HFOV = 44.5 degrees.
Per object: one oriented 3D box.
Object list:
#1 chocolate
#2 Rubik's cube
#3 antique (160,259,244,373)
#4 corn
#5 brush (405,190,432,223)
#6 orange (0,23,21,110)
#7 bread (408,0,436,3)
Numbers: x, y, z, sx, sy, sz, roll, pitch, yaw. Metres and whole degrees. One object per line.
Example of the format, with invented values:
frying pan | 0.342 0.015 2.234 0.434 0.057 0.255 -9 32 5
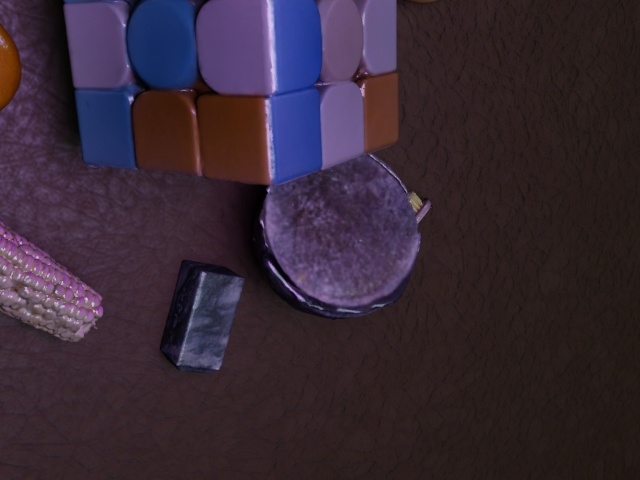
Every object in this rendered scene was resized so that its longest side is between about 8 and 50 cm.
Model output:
chocolate | 0.000 0.000 1.382 0.303 0.213 0.303 6 75 -22
Rubik's cube | -0.112 -0.283 1.093 0.347 0.347 0.344 -29 122 -54
antique | -0.208 0.135 1.356 0.086 0.088 0.183 12 95 -34
corn | -0.466 0.046 1.152 0.126 0.127 0.335 -53 127 -11
brush | 0.103 0.022 1.555 0.067 0.072 0.313 40 82 -11
orange | -0.488 -0.238 1.057 0.156 0.124 0.156 -15 110 -48
bread | 0.215 -0.595 1.403 0.333 0.160 0.333 -8 104 -31
